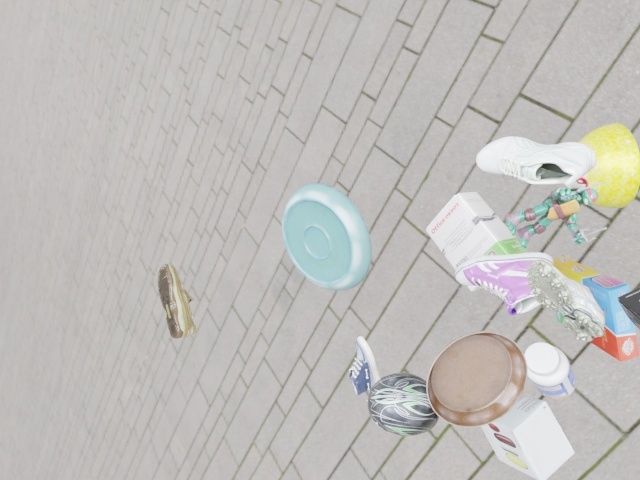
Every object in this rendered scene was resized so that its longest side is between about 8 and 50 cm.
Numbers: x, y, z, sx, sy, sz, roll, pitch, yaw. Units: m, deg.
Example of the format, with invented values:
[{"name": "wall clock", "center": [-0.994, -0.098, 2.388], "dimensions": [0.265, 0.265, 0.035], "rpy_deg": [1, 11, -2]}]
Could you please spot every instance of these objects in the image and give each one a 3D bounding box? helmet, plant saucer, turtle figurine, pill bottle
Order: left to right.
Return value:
[{"name": "plant saucer", "center": [0.000, 0.000, 1.320], "dimensions": [0.318, 0.044, 0.317], "rpy_deg": [20, 122, 37]}, {"name": "helmet", "center": [0.211, 0.417, 1.222], "dimensions": [0.169, 0.162, 0.169], "rpy_deg": [-25, 47, 30]}, {"name": "plant saucer", "center": [0.247, 0.219, 0.766], "dimensions": [0.029, 0.169, 0.168], "rpy_deg": [-124, 46, -74]}, {"name": "pill bottle", "center": [0.834, 0.472, 1.749], "dimensions": [0.152, 0.272, 0.152], "rpy_deg": [-20, 49, 24]}, {"name": "turtle figurine", "center": [0.582, -0.067, 1.155], "dimensions": [0.234, 0.175, 0.118], "rpy_deg": [-27, 25, 34]}]

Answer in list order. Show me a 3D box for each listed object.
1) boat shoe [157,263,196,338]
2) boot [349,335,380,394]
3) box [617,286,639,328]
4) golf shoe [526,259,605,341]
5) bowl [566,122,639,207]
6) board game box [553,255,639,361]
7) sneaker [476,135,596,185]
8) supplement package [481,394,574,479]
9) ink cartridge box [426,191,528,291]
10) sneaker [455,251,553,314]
[{"name": "boat shoe", "center": [-0.355, 0.150, 1.202], "dimensions": [0.068, 0.072, 0.189], "rpy_deg": [-24, 75, 42]}, {"name": "boot", "center": [0.125, 0.394, 1.490], "dimensions": [0.189, 0.086, 0.069], "rpy_deg": [71, 167, -17]}, {"name": "box", "center": [0.819, 0.120, 0.970], "dimensions": [0.308, 0.242, 0.076], "rpy_deg": [-32, 98, 16]}, {"name": "golf shoe", "center": [0.454, 0.098, 0.880], "dimensions": [0.176, 0.086, 0.069], "rpy_deg": [52, 143, 2]}, {"name": "bowl", "center": [0.921, -0.240, 1.616], "dimensions": [0.156, 0.289, 0.289], "rpy_deg": [-8, 78, 5]}, {"name": "board game box", "center": [0.865, 0.207, 1.538], "dimensions": [0.316, 0.064, 0.242], "rpy_deg": [-119, 10, -75]}, {"name": "sneaker", "center": [0.273, -0.104, 0.633], "dimensions": [0.152, 0.061, 0.053], "rpy_deg": [12, 129, 44]}, {"name": "supplement package", "center": [0.643, 0.615, 1.526], "dimensions": [0.194, 0.149, 0.203], "rpy_deg": [60, 162, -2]}, {"name": "ink cartridge box", "center": [0.512, 0.000, 1.595], "dimensions": [0.272, 0.115, 0.198], "rpy_deg": [59, 137, 26]}, {"name": "sneaker", "center": [0.488, 0.127, 1.318], "dimensions": [0.282, 0.102, 0.161], "rpy_deg": [-15, 50, 49]}]
